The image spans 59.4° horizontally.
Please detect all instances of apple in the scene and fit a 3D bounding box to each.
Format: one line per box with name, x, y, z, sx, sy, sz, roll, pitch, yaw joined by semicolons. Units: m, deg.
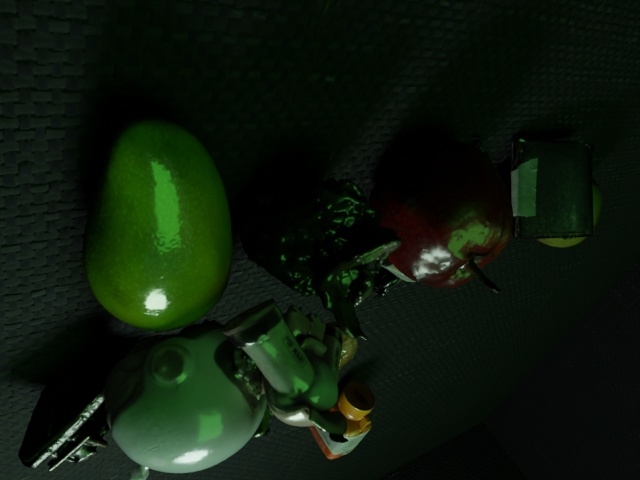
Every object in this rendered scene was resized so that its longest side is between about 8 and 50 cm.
apple;0.622;-0.084;1.425;0.207;0.174;0.188;-28;153;-45

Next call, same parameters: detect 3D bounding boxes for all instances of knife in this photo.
knife;0.267;0.029;1.336;0.365;0.043;0.089;-30;-179;-16

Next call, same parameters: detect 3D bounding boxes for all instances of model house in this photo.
model house;-0.375;0.286;0.946;0.203;0.141;0.164;-39;138;-1

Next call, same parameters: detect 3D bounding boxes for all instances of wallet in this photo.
wallet;0.515;-0.113;1.249;0.262;0.071;0.220;-2;95;-33

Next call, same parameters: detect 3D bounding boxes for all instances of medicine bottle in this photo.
medicine bottle;0.069;0.527;1.675;0.112;0.149;0.222;-5;136;-40

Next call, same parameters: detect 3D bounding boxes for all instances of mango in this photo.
mango;-0.206;-0.010;0.713;0.192;0.156;0.343;-30;146;-31

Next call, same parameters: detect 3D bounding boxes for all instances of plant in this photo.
plant;0.000;0.000;0.844;0.178;0.234;0.204;16;103;-49

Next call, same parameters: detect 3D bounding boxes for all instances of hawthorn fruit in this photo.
hawthorn fruit;0.231;-0.024;0.982;0.254;0.300;0.254;-23;146;-17

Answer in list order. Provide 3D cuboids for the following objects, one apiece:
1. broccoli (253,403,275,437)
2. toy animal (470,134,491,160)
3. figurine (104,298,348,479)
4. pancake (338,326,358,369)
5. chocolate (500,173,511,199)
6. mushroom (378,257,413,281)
broccoli;-0.135;0.367;1.260;0.154;0.160;0.167;26;127;-38
toy animal;0.319;-0.180;1.120;0.028;0.050;0.084;-22;119;20
figurine;-0.150;0.214;0.814;0.361;0.211;0.253;-18;141;21
pancake;-0.024;0.320;1.419;0.282;0.049;0.282;-28;146;-21
chocolate;0.391;-0.068;1.268;0.148;0.125;0.080;-48;163;9
mushroom;0.251;-0.019;1.205;0.118;0.103;0.270;32;102;-40
